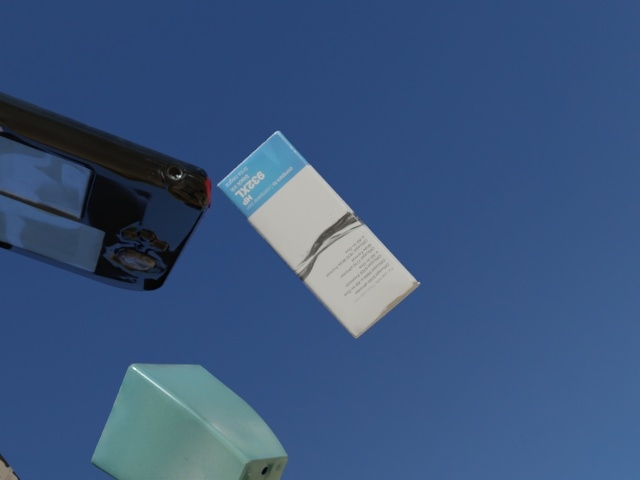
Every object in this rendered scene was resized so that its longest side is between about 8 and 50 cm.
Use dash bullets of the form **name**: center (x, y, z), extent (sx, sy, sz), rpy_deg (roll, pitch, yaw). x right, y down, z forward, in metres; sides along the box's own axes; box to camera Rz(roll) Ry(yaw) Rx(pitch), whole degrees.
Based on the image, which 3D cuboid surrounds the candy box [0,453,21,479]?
- **candy box**: center (-0.554, 0.439, 1.500), extent (0.233, 0.071, 0.159), rpy_deg (66, -147, -29)

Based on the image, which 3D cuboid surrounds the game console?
- **game console**: center (-0.317, -0.059, 0.929), extent (0.386, 0.342, 0.060), rpy_deg (20, -109, -12)

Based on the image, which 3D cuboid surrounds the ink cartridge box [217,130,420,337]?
- **ink cartridge box**: center (0.000, 0.000, 1.449), extent (0.129, 0.307, 0.223), rpy_deg (-42, -6, -2)

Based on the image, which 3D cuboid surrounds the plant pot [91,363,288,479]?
- **plant pot**: center (-0.177, 0.309, 1.368), extent (0.165, 0.234, 0.166), rpy_deg (13, -78, -58)
